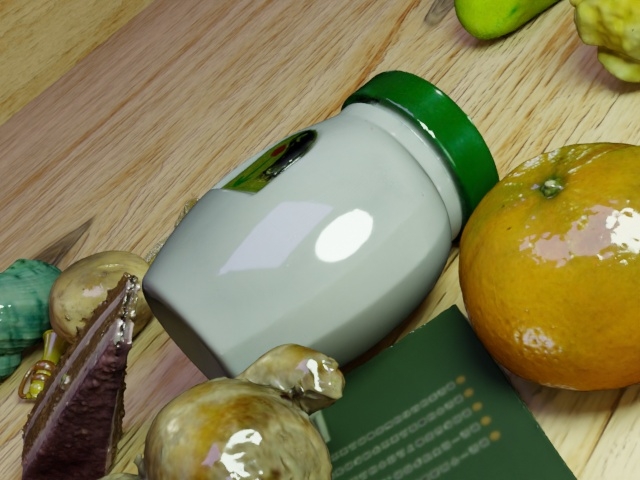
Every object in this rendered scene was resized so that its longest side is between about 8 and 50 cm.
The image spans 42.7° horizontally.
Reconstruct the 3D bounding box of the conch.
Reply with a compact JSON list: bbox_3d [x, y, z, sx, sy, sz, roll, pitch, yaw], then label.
[{"bbox_3d":[-0.483,0.134,1.229,0.202,0.196,0.134,-53,41,15],"label":"conch"}]

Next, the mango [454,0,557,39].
[{"bbox_3d":[0.319,-0.437,1.304,0.273,0.149,0.185,-37,32,1],"label":"mango"}]

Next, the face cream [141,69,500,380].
[{"bbox_3d":[0.000,0.000,0.880,0.357,0.219,0.312,-39,20,-19],"label":"face cream"}]

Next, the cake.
[{"bbox_3d":[-0.239,0.164,0.882,0.295,0.112,0.116,-58,25,34],"label":"cake"}]

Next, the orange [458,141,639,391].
[{"bbox_3d":[0.230,0.014,0.694,0.240,0.171,0.240,-22,31,14],"label":"orange"}]

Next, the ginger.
[{"bbox_3d":[-0.110,0.238,0.650,0.375,0.176,0.256,-47,17,-9],"label":"ginger"}]

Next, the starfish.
[{"bbox_3d":[-0.190,-0.018,1.268,0.227,0.043,0.240,-28,27,3],"label":"starfish"}]

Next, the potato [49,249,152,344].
[{"bbox_3d":[-0.313,0.086,1.162,0.234,0.128,0.161,-2,25,48],"label":"potato"}]

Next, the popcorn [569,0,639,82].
[{"bbox_3d":[0.433,-0.315,0.956,0.286,0.215,0.252,-28,36,16],"label":"popcorn"}]

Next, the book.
[{"bbox_3d":[0.074,0.220,0.673,0.260,0.043,0.371,-33,28,5],"label":"book"}]

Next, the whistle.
[{"bbox_3d":[-0.400,0.181,1.171,0.057,0.046,0.109,5,45,9],"label":"whistle"}]
